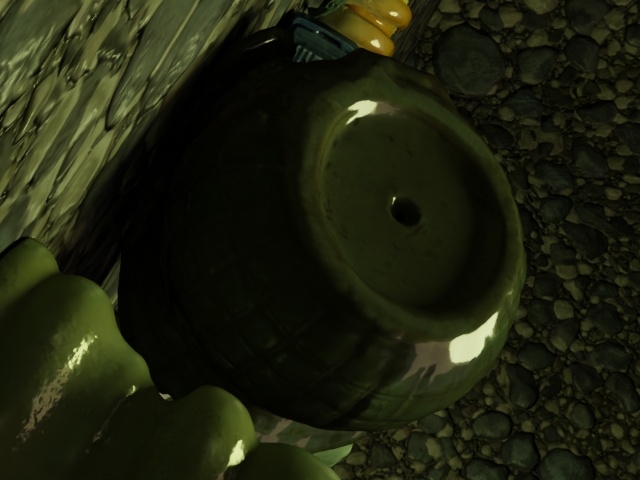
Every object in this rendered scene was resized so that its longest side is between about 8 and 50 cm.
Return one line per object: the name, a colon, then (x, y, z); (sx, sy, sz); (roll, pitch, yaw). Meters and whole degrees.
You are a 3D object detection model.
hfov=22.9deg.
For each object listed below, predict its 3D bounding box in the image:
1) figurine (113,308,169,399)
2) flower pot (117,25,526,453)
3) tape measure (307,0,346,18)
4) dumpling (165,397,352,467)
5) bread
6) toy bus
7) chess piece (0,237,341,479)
figurine: (-0.164, 0.132, 1.271); (0.133, 0.200, 0.276); (33, 88, -44)
flower pot: (0.000, 0.000, 1.179); (0.213, 0.302, 0.302); (-37, -166, 47)
tape measure: (0.086, -0.291, 1.343); (0.164, 0.084, 0.330); (-51, 174, -36)
dumpling: (-0.144, 0.228, 1.466); (0.270, 0.320, 0.212); (87, 23, -51)
bread: (0.042, -0.219, 1.580); (0.177, 0.084, 0.119); (-61, 179, -1)
toy bus: (-0.053, -0.092, 1.391); (0.236, 0.079, 0.094); (-57, -165, 18)
chess piece: (-0.098, 0.126, 0.883); (0.144, 0.251, 0.144); (-57, 179, -1)
